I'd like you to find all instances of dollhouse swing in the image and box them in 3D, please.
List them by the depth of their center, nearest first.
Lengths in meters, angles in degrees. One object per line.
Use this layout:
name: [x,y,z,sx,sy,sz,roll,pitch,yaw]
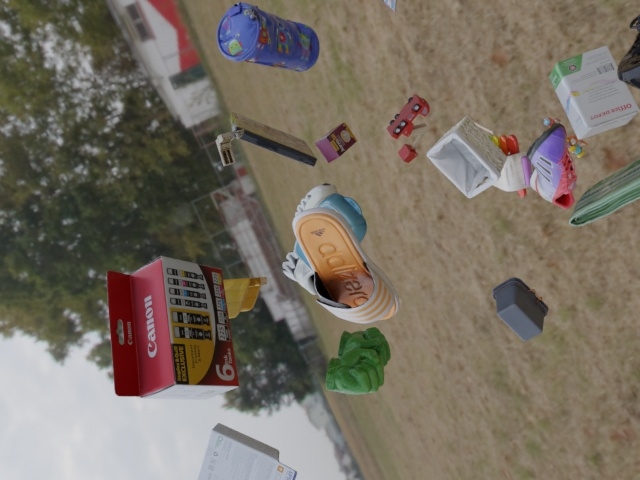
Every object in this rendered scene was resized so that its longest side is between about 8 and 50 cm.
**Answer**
dollhouse swing: [-0.327,0.275,2.075,0.347,0.315,0.305,78,-172,-86]

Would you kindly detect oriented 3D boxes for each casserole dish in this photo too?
casserole dish: [0.012,-0.005,1.278,0.114,0.037,0.188,47,125,17]

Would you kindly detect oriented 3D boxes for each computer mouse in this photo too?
computer mouse: [0.470,-0.263,0.801,0.060,0.184,0.262,52,-138,-12]

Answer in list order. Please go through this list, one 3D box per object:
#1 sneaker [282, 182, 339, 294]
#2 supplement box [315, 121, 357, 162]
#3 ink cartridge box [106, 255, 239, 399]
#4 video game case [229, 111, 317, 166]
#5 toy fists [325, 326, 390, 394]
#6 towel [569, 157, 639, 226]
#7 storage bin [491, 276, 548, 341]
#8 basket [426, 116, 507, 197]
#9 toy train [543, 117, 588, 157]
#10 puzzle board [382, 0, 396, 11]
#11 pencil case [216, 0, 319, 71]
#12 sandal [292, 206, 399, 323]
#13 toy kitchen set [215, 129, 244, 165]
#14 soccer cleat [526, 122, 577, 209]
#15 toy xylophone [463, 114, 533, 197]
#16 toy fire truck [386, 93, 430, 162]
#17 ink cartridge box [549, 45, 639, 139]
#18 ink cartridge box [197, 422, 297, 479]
sneaker: [0.000,0.000,1.512,0.118,0.110,0.292,49,140,37]
supplement box: [0.036,-0.220,1.465,0.043,0.083,0.055,-22,108,46]
ink cartridge box: [-0.349,0.209,1.551,0.272,0.130,0.309,17,-126,-51]
video game case: [-0.159,-0.330,2.127,0.248,0.274,0.035,-116,48,-67]
toy fists: [0.111,0.318,1.761,0.279,0.142,0.096,-54,-33,-68]
towel: [0.528,-0.109,1.046,0.038,0.248,0.325,60,-153,3]
storage bin: [0.483,0.169,1.568,0.135,0.098,0.091,43,-146,-13]
basket: [0.375,-0.212,1.661,0.167,0.103,0.113,44,139,-7]
toy train: [0.748,-0.317,1.980,0.166,0.046,0.125,21,-141,-38]
puzzle board: [0.168,-0.639,1.641,0.128,0.011,0.096,-112,20,-52]
pencil case: [-0.118,-0.474,1.539,0.306,0.119,0.133,-15,-78,-61]
sandal: [0.031,0.061,0.937,0.265,0.102,0.076,53,-151,-42]
toy kitchen set: [-0.227,-0.246,1.727,0.083,0.068,0.075,170,83,-71]
soccer cleat: [0.570,-0.174,1.573,0.116,0.108,0.318,51,-179,25]
toy xylophone: [0.548,-0.273,2.064,0.323,0.081,0.236,-123,14,-57]
toy fire truck: [0.275,-0.335,1.971,0.135,0.192,0.047,20,-148,-36]
ink cartridge box: [0.756,-0.408,1.821,0.093,0.154,0.212,76,175,-74]
ink cartridge box: [-0.176,0.567,1.530,0.045,0.224,0.223,-34,-36,-68]
